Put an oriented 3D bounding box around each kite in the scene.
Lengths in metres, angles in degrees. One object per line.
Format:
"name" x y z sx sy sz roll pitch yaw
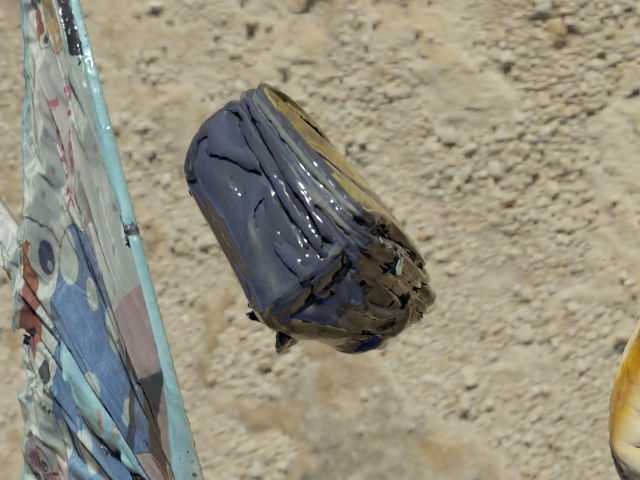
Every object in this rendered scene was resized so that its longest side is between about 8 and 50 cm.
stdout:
"kite" -0.122 0.034 0.665 0.368 0.014 0.406 45 137 49

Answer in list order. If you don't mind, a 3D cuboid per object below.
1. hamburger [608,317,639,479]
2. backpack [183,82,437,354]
"hamburger" 0.325 0.045 0.939 0.174 0.284 0.304 37 132 26
"backpack" 0.000 0.000 1.145 0.133 0.258 0.206 -39 64 11
